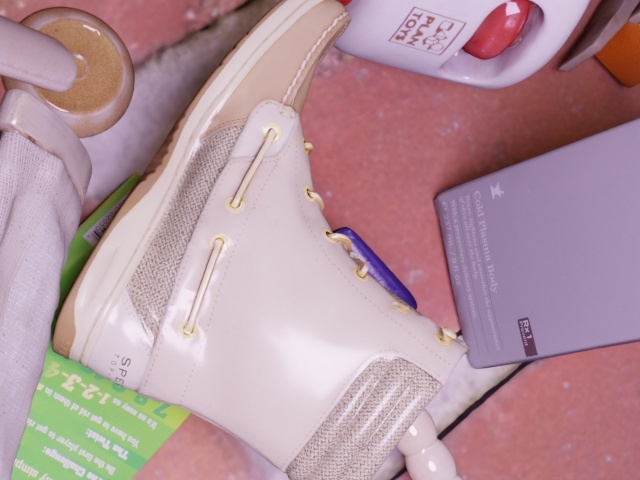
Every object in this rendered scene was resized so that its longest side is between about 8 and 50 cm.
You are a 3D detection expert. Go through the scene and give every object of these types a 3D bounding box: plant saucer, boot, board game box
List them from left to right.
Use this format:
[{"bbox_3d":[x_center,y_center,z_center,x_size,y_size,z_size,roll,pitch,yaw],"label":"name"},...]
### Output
[{"bbox_3d":[-0.151,0.091,0.824,0.124,0.039,0.259,47,61,-8],"label":"board game box"},{"bbox_3d":[-0.150,-0.103,0.877,0.083,0.015,0.083,6,76,-24],"label":"plant saucer"},{"bbox_3d":[0.000,0.000,0.818,0.203,0.095,0.262,31,70,2],"label":"boot"}]

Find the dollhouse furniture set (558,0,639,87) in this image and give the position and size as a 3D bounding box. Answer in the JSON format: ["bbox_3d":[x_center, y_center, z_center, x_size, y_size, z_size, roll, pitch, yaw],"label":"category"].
[{"bbox_3d":[0.320,-0.082,0.963,0.262,0.259,0.135,45,54,-9],"label":"dollhouse furniture set"}]

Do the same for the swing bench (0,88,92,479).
[{"bbox_3d":[-0.240,0.044,0.671,0.254,0.165,0.253,21,69,-26],"label":"swing bench"}]

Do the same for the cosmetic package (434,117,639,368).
[{"bbox_3d":[0.182,0.001,0.889,0.107,0.238,0.127,-8,82,-27],"label":"cosmetic package"}]

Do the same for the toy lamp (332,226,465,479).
[{"bbox_3d":[0.061,0.121,0.897,0.080,0.080,0.275,-31,95,-28],"label":"toy lamp"}]

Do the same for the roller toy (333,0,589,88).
[{"bbox_3d":[0.078,-0.198,0.906,0.146,0.209,0.191,12,103,-22],"label":"roller toy"}]

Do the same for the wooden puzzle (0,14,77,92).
[{"bbox_3d":[-0.253,-0.144,0.680,0.238,0.221,0.044,24,93,18],"label":"wooden puzzle"}]
